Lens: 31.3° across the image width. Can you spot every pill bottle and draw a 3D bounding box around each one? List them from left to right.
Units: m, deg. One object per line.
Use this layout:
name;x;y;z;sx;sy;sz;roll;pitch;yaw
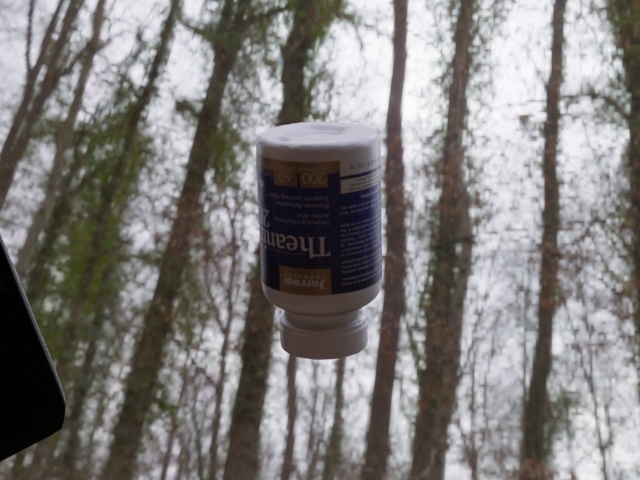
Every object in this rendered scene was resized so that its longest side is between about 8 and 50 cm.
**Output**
pill bottle;0.000;0.000;0.617;0.067;0.067;0.120;1;-73;10

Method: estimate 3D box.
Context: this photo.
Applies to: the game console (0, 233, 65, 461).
game console;-0.346;0.109;0.691;0.361;0.044;0.213;-26;-56;-20
